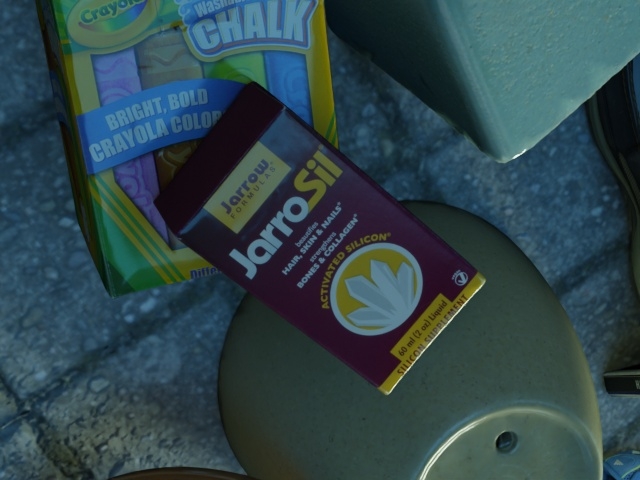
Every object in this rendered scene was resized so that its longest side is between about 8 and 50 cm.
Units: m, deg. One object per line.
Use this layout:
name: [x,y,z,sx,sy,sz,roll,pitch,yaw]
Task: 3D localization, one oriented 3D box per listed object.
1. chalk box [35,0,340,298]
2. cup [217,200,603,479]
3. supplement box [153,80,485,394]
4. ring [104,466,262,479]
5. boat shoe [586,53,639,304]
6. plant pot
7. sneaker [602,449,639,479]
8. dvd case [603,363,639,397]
chalk box: [-0.102,-0.136,0.728,0.179,0.180,0.288,-13,111,-15]
cup: [0.099,0.156,0.862,0.331,0.237,0.331,-5,109,-16]
supplement box: [0.000,0.000,0.666,0.188,0.081,0.104,39,93,-26]
ring: [-0.091,0.330,0.814,0.337,0.032,0.336,4,111,9]
boat shoe: [0.344,-0.059,0.926,0.132,0.130,0.355,-26,114,-8]
plant pot: [0.102,-0.259,0.676,0.248,0.247,0.252,-40,135,-2]
sneaker: [0.371,0.248,1.064,0.240,0.091,0.126,-46,115,2]
dvd case: [0.398,0.113,0.953,0.179,0.239,0.029,-12,86,-14]
